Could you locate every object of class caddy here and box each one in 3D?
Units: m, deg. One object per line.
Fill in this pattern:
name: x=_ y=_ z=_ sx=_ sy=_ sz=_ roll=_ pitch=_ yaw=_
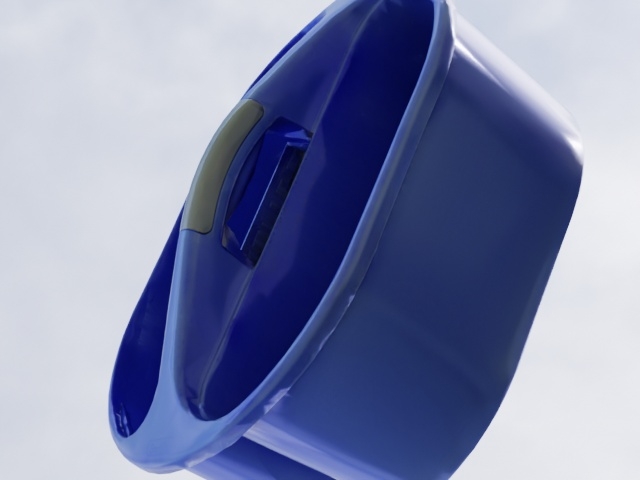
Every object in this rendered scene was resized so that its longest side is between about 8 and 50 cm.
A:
caddy: x=0.000 y=0.000 z=1.155 sx=0.179 sy=0.241 sz=0.341 roll=36 pitch=-119 yaw=-25
